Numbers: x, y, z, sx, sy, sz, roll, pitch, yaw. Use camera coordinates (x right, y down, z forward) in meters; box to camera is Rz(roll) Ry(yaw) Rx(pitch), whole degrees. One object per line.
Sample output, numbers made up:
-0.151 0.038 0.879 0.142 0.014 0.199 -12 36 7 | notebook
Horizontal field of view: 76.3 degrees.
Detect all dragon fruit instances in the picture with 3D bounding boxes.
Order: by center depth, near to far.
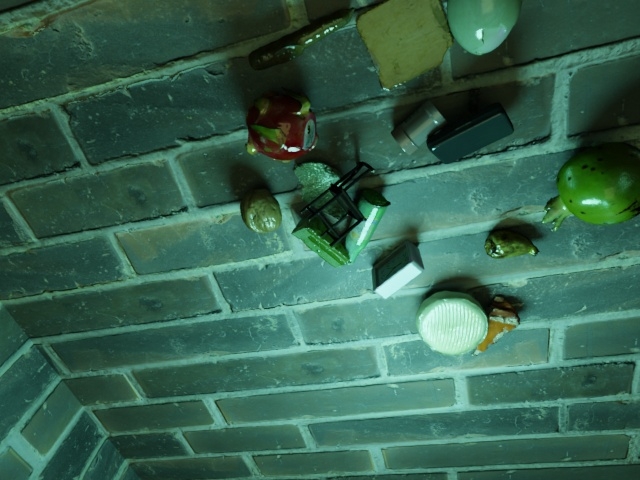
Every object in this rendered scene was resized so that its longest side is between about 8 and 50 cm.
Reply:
-0.124 -0.353 1.254 0.227 0.224 0.224 18 121 9 | dragon fruit

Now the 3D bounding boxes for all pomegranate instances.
0.841 -0.151 1.252 0.261 0.260 0.340 28 132 -11 | pomegranate

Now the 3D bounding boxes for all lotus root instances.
0.681 0.018 1.452 0.191 0.094 0.108 2 145 -5 | lotus root

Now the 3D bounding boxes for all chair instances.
0.079 -0.124 1.338 0.260 0.154 0.141 -39 111 -1 | chair

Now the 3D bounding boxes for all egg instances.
0.422 -0.599 1.061 0.183 0.183 0.217 -3 134 8 | egg

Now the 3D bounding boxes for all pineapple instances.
0.461 -0.405 1.242 0.058 0.058 0.124 -3 119 8 | pineapple

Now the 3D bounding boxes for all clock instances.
0.280 0.106 1.509 0.063 0.150 0.197 38 117 -19 | clock

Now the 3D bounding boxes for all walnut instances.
-0.213 -0.102 1.445 0.167 0.149 0.166 16 120 29 | walnut

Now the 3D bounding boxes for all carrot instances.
-0.055 -0.584 1.187 0.343 0.070 0.070 -19 117 15 | carrot

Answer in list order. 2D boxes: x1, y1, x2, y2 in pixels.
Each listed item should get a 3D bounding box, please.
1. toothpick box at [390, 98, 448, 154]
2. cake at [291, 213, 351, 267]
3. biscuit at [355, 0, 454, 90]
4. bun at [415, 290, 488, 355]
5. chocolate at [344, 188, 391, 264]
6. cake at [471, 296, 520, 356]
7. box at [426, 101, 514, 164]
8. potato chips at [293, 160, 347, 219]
0.306 -0.350 1.265 0.149 0.098 0.098 -39 110 24 | toothpick box
0.004 0.020 1.477 0.100 0.099 0.235 -25 104 44 | cake
0.249 -0.587 1.180 0.237 0.013 0.232 -21 116 18 | biscuit
0.513 0.312 1.608 0.288 0.146 0.287 3 117 6 | bun
0.145 -0.037 1.471 0.110 0.110 0.291 18 124 -5 | chocolate
0.697 0.365 1.646 0.135 0.098 0.287 17 120 -4 | cake
0.452 -0.316 1.235 0.230 0.050 0.160 -24 157 30 | box
0.010 -0.176 1.422 0.167 0.059 0.228 -18 108 8 | potato chips
